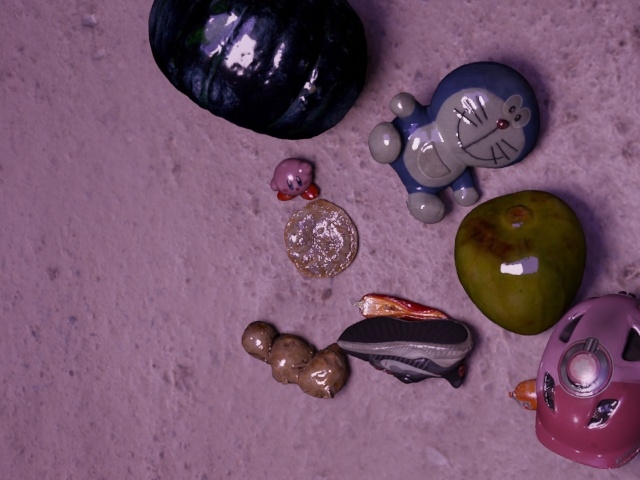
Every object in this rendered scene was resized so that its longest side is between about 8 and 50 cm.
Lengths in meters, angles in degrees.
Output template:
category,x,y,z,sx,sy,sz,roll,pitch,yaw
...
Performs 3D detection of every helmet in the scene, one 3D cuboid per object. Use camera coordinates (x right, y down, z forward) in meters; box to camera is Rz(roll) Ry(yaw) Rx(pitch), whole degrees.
category,x,y,z,sx,sy,sz,roll,pitch,yaw
helmet,0.414,0.187,1.489,0.198,0.154,0.253,17,57,34

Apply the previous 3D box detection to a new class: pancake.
category,x,y,z,sx,sy,sz,roll,pitch,yaw
pancake,0.000,0.000,1.758,0.139,0.022,0.140,0,91,21

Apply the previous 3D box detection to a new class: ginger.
category,x,y,z,sx,sy,sz,roll,pitch,yaw
ginger,-0.048,0.204,1.751,0.204,0.080,0.104,19,65,20

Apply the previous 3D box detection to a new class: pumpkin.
category,x,y,z,sx,sy,sz,roll,pitch,yaw
pumpkin,-0.093,-0.320,1.614,0.363,0.363,0.266,35,104,17

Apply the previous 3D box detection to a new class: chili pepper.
category,x,y,z,sx,sy,sz,roll,pitch,yaw
chili pepper,0.139,0.116,1.702,0.178,0.027,0.045,5,97,22

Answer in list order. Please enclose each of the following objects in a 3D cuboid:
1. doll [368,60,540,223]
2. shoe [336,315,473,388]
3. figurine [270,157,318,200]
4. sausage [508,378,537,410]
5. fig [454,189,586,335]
category,x,y,z,sx,sy,sz,roll,pitch,yaw
doll,0.222,-0.169,1.603,0.258,0.154,0.228,-26,114,27
shoe,0.142,0.191,1.665,0.227,0.099,0.112,-2,120,20
figurine,-0.050,-0.108,1.752,0.083,0.071,0.067,-14,44,13
sausage,0.463,0.235,1.561,0.347,0.053,0.053,-5,89,21
fig,0.312,0.043,1.565,0.203,0.203,0.225,-2,129,22
